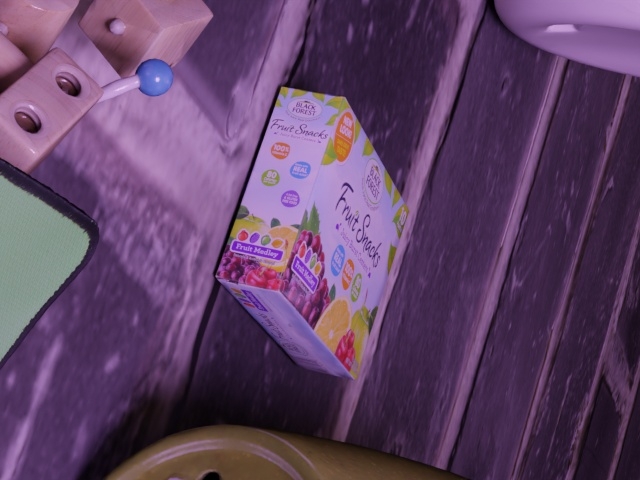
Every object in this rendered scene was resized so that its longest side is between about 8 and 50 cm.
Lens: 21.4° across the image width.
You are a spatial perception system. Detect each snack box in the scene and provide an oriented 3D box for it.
[{"bbox_3d":[0.000,0.000,0.838,0.141,0.037,0.100,54,50,-64],"label":"snack box"}]

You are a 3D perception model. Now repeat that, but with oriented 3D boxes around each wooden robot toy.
[{"bbox_3d":[-0.108,-0.035,0.527,0.079,0.076,0.173,-48,-178,40],"label":"wooden robot toy"}]

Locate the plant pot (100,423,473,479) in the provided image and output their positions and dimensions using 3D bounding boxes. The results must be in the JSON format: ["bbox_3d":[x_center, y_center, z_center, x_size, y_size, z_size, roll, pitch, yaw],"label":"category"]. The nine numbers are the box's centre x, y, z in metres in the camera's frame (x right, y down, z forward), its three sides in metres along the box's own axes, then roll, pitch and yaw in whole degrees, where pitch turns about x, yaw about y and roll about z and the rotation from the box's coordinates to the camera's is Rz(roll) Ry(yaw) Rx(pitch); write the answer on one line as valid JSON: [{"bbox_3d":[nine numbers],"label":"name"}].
[{"bbox_3d":[0.014,0.200,0.731,0.293,0.275,0.274,48,56,-46],"label":"plant pot"}]

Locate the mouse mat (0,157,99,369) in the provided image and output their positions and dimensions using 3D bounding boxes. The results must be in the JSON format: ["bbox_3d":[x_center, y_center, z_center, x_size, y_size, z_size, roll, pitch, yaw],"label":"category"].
[{"bbox_3d":[-0.143,0.050,0.422,0.189,0.007,0.152,-51,157,-1],"label":"mouse mat"}]

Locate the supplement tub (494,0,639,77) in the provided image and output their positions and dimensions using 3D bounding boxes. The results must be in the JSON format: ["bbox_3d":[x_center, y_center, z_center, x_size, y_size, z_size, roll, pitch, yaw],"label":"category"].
[{"bbox_3d":[0.252,-0.271,1.070,0.235,0.235,0.324,15,88,-70],"label":"supplement tub"}]
